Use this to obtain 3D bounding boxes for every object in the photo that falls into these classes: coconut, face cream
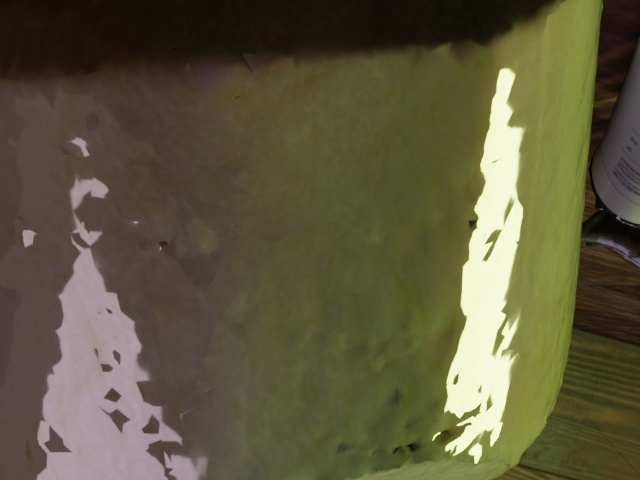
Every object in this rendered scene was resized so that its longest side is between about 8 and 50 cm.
[{"bbox_3d":[-0.037,-0.043,0.437,0.239,0.244,0.239,0,-149,0],"label":"coconut"},{"bbox_3d":[0.166,-0.056,0.685,0.092,0.058,0.243,19,170,5],"label":"face cream"}]

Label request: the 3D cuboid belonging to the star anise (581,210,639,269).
[{"bbox_3d":[0.236,-0.009,0.937,0.181,0.061,0.204,0,175,24],"label":"star anise"}]
